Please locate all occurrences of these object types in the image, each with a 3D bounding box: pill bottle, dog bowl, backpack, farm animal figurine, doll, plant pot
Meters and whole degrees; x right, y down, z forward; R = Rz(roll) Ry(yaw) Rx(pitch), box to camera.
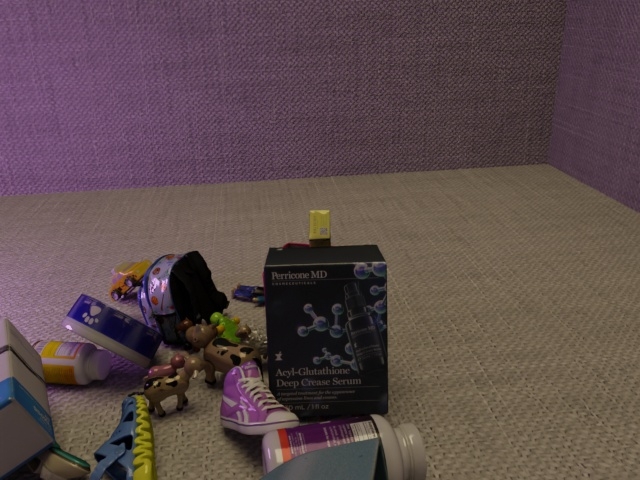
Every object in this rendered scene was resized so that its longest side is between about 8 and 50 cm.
[{"bbox_3d":[-0.706,0.343,1.678,0.215,0.117,0.117,2,22,8],"label":"pill bottle"},{"bbox_3d":[-0.583,0.256,1.690,0.265,0.265,0.104,15,69,35],"label":"dog bowl"},{"bbox_3d":[0.046,0.466,1.246,0.323,0.181,0.181,-6,23,-11],"label":"pill bottle"},{"bbox_3d":[-0.442,0.170,1.893,0.213,0.263,0.276,-2,22,17],"label":"backpack"},{"bbox_3d":[-0.301,0.315,1.608,0.327,0.172,0.330,8,33,7],"label":"farm animal figurine"},{"bbox_3d":[-0.216,0.187,2.124,0.189,0.046,0.129,8,25,23],"label":"doll"},{"bbox_3d":[-0.010,0.516,1.030,0.253,0.246,0.248,-9,9,12],"label":"plant pot"}]

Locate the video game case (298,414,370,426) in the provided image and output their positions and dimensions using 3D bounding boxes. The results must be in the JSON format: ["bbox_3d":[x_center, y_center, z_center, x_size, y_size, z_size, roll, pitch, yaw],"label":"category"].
[{"bbox_3d":[0.027,0.471,1.442,0.184,0.023,0.201,1,22,5],"label":"video game case"}]

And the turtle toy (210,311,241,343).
[{"bbox_3d":[-0.291,0.276,1.841,0.066,0.130,0.095,-35,-8,38],"label":"turtle toy"}]

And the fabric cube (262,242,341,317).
[{"bbox_3d":[-0.017,0.177,1.860,0.259,0.258,0.254,5,24,14],"label":"fabric cube"}]

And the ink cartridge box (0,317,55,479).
[{"bbox_3d":[-0.803,0.392,1.389,0.286,0.166,0.395,-34,32,-13],"label":"ink cartridge box"}]

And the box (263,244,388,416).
[{"bbox_3d":[0.016,0.223,1.525,0.294,0.395,0.212,-2,11,-1],"label":"box"}]

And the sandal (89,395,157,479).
[{"bbox_3d":[-0.447,0.469,1.358,0.138,0.126,0.317,-11,22,-12],"label":"sandal"}]

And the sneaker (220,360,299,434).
[{"bbox_3d":[-0.152,0.366,1.404,0.102,0.160,0.282,10,-12,-41],"label":"sneaker"}]

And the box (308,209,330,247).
[{"bbox_3d":[0.000,0.000,1.665,0.058,0.087,0.232,0,-22,1],"label":"box"}]

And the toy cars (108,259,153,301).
[{"bbox_3d":[-0.645,0.120,2.019,0.176,0.087,0.394,-41,6,-14],"label":"toy cars"}]

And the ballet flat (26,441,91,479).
[{"bbox_3d":[-0.609,0.498,1.354,0.249,0.086,0.086,13,26,40],"label":"ballet flat"}]
